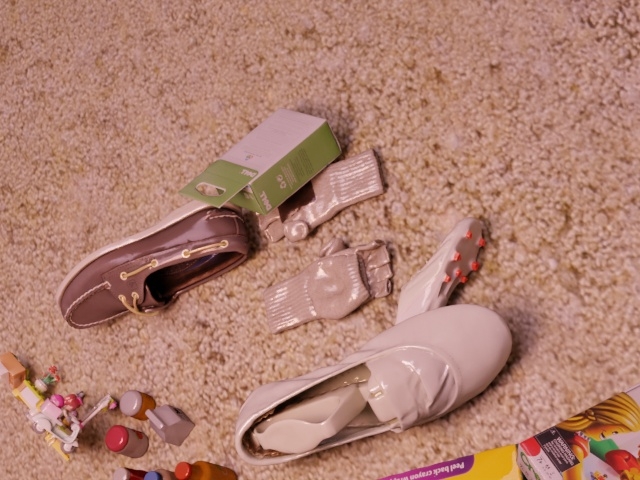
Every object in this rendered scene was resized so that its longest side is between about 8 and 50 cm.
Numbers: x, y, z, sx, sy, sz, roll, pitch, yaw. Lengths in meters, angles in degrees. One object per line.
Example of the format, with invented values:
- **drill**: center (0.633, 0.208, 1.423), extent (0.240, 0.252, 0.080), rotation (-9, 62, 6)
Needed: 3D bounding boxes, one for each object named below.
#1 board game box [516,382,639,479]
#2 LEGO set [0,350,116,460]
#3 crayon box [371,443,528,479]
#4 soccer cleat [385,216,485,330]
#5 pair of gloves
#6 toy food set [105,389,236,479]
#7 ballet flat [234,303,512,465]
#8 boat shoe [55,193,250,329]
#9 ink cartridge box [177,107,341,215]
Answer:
- **board game box**: center (0.377, 0.307, 1.542), extent (0.193, 0.053, 0.305), rotation (-24, 55, -16)
- **LEGO set**: center (-0.381, 0.229, 2.082), extent (0.107, 0.132, 0.287), rotation (-43, 27, -9)
- **crayon box**: center (0.115, 0.441, 1.680), extent (0.363, 0.106, 0.313), rotation (-19, 64, 25)
- **soccer cleat**: center (0.145, 0.053, 1.836), extent (0.076, 0.068, 0.196), rotation (25, 89, 40)
- **pair of gloves**: center (0.000, 0.000, 1.962), extent (0.204, 0.042, 0.240), rotation (-16, 65, 27)
- **toy food set**: center (-0.234, 0.292, 1.959), extent (0.232, 0.104, 0.111), rotation (41, 96, 36)
- **ballet flat**: center (0.057, 0.202, 1.782), extent (0.400, 0.139, 0.139), rotation (-23, 61, 26)
- **boat shoe**: center (-0.246, 0.050, 2.057), extent (0.324, 0.116, 0.096), rotation (-29, 56, 14)
- **ink cartridge box**: center (-0.084, -0.096, 1.974), extent (0.209, 0.062, 0.109), rotation (-41, 36, -23)
